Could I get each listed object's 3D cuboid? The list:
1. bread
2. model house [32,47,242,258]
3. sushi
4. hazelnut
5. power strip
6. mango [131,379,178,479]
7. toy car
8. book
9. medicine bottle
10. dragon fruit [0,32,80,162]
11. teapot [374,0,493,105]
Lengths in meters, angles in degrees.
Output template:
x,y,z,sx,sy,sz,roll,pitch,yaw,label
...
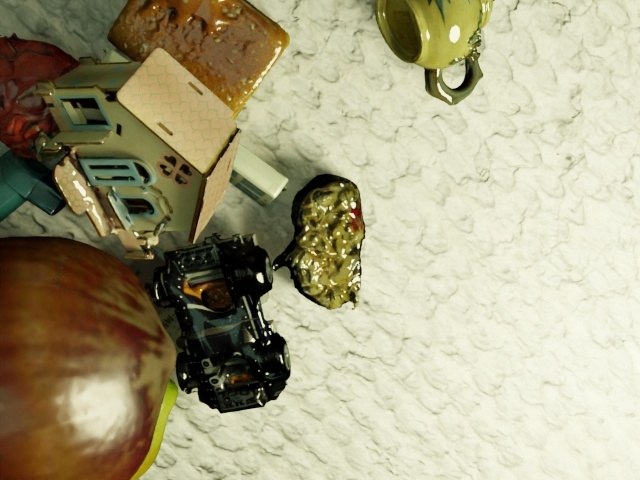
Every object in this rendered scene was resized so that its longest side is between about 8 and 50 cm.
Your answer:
x,y,z,sx,sy,sz,roll,pitch,yaw,label
-0.184,-0.311,1.434,0.234,0.110,0.184,35,101,-8,bread
-0.237,-0.111,1.360,0.244,0.169,0.326,0,130,26,model house
0.000,0.000,1.504,0.147,0.115,0.212,6,104,-2,sushi
-0.438,0.195,1.397,0.402,0.402,0.429,-6,67,1,hazelnut
-0.209,-0.175,1.467,0.367,0.106,0.043,36,77,-8,power strip
-0.325,0.329,1.584,0.233,0.111,0.125,-46,121,-4,mango
-0.156,0.139,1.525,0.193,0.118,0.301,-11,105,7,toy car
-0.253,0.102,1.578,0.182,0.014,0.127,41,99,-9,book
-0.528,-0.046,1.510,0.258,0.079,0.124,-35,100,8,medicine bottle
-0.430,-0.216,1.428,0.172,0.172,0.209,-24,89,5,dragon fruit
0.193,-0.343,1.414,0.183,0.173,0.269,-30,113,-19,teapot
